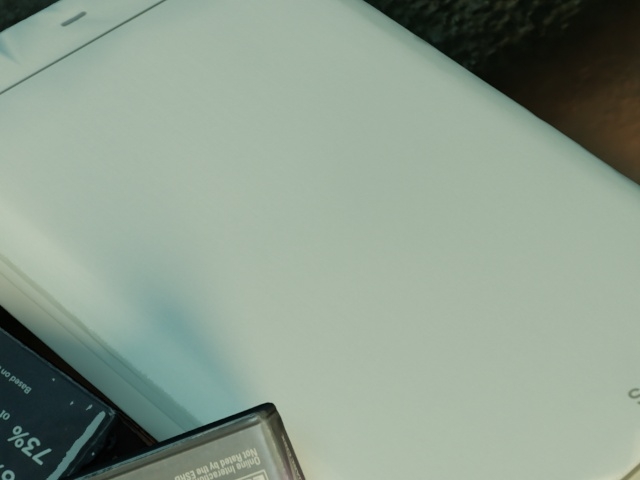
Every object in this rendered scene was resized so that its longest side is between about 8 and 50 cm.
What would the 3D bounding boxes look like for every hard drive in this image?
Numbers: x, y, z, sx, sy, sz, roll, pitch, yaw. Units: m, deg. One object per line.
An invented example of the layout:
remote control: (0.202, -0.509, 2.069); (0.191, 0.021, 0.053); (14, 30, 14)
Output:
hard drive: (0.000, 0.000, 0.838); (0.353, 0.047, 0.233); (37, 54, 27)

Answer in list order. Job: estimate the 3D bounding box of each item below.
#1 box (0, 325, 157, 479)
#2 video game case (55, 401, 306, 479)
box: (-0.185, 0.131, 0.846); (0.153, 0.108, 0.207); (33, 79, 25)
video game case: (-0.055, 0.219, 0.728); (0.196, 0.026, 0.274); (-22, 91, 14)
